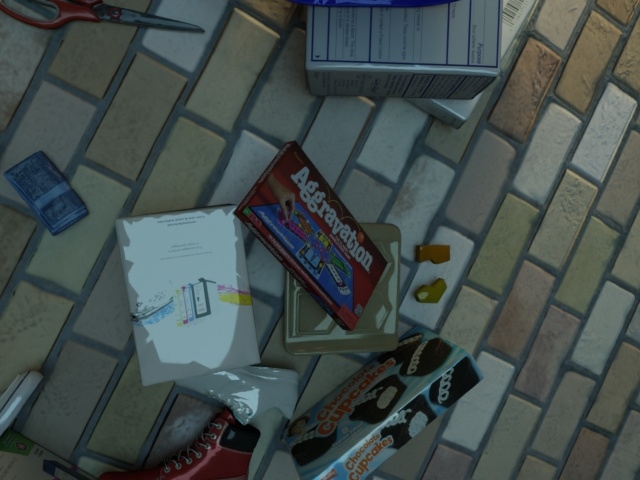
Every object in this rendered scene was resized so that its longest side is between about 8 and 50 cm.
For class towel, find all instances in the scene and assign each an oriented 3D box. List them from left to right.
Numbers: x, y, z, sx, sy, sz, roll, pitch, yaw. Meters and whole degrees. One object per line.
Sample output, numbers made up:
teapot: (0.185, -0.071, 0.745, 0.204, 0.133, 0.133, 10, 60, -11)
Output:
towel: (-0.416, -0.073, 0.781, 0.067, 0.029, 0.120, -36, 102, -10)

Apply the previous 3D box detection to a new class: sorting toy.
sorting toy: (0.085, 0.083, 0.921, 0.306, 0.041, 0.229, 0, 90, -15)

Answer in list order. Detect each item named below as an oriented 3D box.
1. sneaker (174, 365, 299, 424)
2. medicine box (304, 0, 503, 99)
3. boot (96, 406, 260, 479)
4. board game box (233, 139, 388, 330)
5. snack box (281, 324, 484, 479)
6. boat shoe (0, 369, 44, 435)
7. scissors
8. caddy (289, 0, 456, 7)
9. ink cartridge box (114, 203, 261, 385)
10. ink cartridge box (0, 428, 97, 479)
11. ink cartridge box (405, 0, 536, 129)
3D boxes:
sneaker: (-0.137, 0.252, 0.840, 0.212, 0.080, 0.094, 9, 68, -16)
medicine box: (0.124, -0.370, 0.796, 0.288, 0.149, 0.264, 2, 91, 0)
boot: (-0.226, 0.351, 0.837, 0.244, 0.088, 0.177, 15, 90, -23)
board game box: (0.000, 0.000, 0.790, 0.281, 0.027, 0.145, 50, 57, -31)
snack box: (0.093, 0.278, 0.858, 0.321, 0.187, 0.060, -36, 102, -10)
boat shoe: (-0.512, 0.275, 0.755, 0.075, 0.083, 0.226, 40, 85, -15)
scissors: (-0.336, -0.343, 0.788, 0.296, 0.021, 0.109, 21, 87, -16)
caddy: (0.067, -0.404, 0.605, 0.340, 0.241, 0.180, 1, 95, 1)
ink cartridge box: (-0.196, 0.069, 0.775, 0.168, 0.171, 0.233, -8, 96, -14)
ink cartridge box: (-0.416, 0.395, 0.752, 0.212, 0.154, 0.093, 40, 83, -13)
ink cartridge box: (0.215, -0.376, 0.907, 0.238, 0.060, 0.275, 31, 87, 2)
